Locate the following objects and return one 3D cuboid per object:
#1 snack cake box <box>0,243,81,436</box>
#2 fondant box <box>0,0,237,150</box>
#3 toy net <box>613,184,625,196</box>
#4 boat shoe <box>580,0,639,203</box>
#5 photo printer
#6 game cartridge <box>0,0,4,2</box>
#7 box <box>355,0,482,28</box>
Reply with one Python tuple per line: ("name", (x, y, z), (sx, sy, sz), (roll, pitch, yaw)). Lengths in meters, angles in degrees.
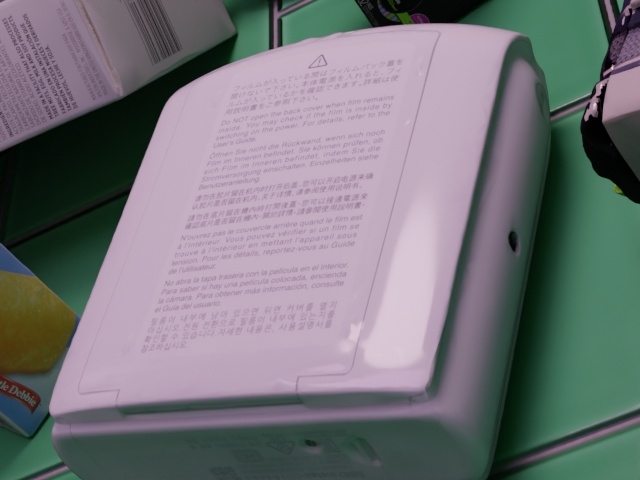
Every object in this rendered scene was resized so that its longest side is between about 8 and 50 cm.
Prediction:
("snack cake box", (-0.288, 0.011, 1.073), (0.152, 0.264, 0.089), (13, 63, 45))
("fondant box", (-0.254, -0.113, 1.233), (0.330, 0.096, 0.238), (-20, 10, 22))
("toy net", (0.275, -0.056, 0.863), (0.232, 0.045, 0.122), (-32, 36, 6))
("boat shoe", (0.287, -0.119, 0.772), (0.341, 0.127, 0.158), (-6, 53, 35))
("photo printer", (0.000, 0.000, 0.966), (0.256, 0.107, 0.307), (-7, 47, 26))
("game cartridge", (-0.324, -0.268, 1.349), (0.355, 0.068, 0.230), (-17, 45, -33))
("box", (0.065, -0.179, 1.144), (0.083, 0.062, 0.052), (-34, 36, 6))
